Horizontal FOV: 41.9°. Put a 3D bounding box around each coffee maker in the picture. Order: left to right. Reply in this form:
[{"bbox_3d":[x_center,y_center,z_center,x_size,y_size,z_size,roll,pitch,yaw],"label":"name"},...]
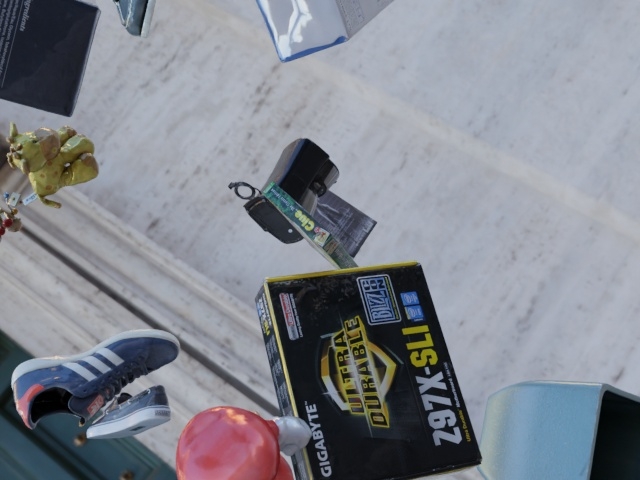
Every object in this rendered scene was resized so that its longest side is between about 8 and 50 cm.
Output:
[{"bbox_3d":[-0.061,-0.113,1.628,0.171,0.120,0.178,55,-133,-35],"label":"coffee maker"}]

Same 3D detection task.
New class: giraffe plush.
[{"bbox_3d":[-0.627,-0.192,1.884,0.210,0.181,0.170,-51,-24,-14],"label":"giraffe plush"}]

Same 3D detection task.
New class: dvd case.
[{"bbox_3d":[0.006,-0.058,1.843,0.018,0.221,0.164,-58,-3,38],"label":"dvd case"}]

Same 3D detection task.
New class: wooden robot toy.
[{"bbox_3d":[-0.709,-0.030,1.890,0.173,0.076,0.079,-48,-38,6],"label":"wooden robot toy"}]

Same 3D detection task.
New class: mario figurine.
[{"bbox_3d":[-0.087,0.304,1.002,0.320,0.170,0.198,113,158,-69],"label":"mario figurine"}]

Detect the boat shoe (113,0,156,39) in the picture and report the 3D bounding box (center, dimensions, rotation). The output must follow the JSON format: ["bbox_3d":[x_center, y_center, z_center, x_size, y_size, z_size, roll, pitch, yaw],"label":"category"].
[{"bbox_3d":[-0.311,-0.406,1.260,0.099,0.319,0.116,4,-48,-26],"label":"boat shoe"}]

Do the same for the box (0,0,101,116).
[{"bbox_3d":[-0.629,-0.405,1.537,0.395,0.293,0.212,14,-75,-21],"label":"box"}]

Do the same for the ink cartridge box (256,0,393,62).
[{"bbox_3d":[0.013,-0.525,1.537,0.395,0.151,0.270,-52,-54,-52],"label":"ink cartridge box"}]

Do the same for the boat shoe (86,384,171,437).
[{"bbox_3d":[-0.365,0.322,1.578,0.080,0.076,0.228,13,-29,-42],"label":"boat shoe"}]

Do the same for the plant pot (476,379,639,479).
[{"bbox_3d":[0.438,0.384,1.554,0.248,0.252,0.247,23,-104,-45],"label":"plant pot"}]

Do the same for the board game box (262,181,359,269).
[{"bbox_3d":[0.000,0.000,1.344,0.030,0.136,0.260,-49,-25,-3],"label":"board game box"}]

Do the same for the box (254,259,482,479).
[{"bbox_3d":[0.065,0.199,1.216,0.257,0.322,0.079,-5,-25,-21],"label":"box"}]

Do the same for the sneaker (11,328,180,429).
[{"bbox_3d":[-0.453,0.297,1.728,0.350,0.148,0.131,-17,-44,-8],"label":"sneaker"}]
